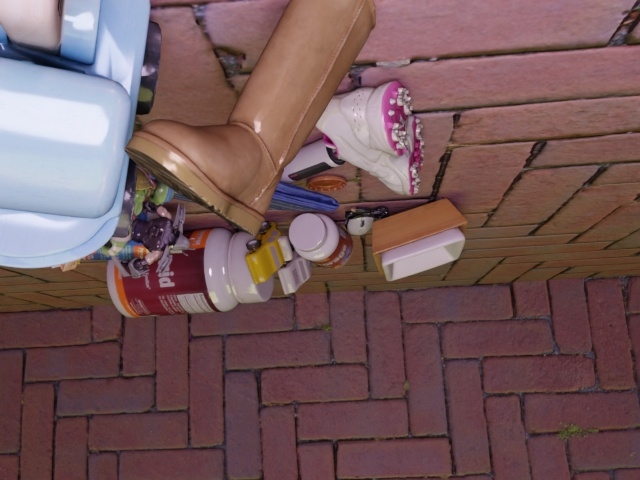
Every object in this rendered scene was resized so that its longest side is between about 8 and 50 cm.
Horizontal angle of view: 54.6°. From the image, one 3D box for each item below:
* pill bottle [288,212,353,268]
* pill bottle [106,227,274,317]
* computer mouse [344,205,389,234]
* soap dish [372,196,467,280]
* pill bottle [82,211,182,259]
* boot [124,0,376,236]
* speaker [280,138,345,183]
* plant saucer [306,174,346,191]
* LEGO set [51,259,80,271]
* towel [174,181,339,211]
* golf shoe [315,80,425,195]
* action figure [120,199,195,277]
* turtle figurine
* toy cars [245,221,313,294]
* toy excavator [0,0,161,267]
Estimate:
[{"bbox_3d":[0.000,0.000,1.571,0.121,0.121,0.216,-7,167,17],"label":"pill bottle"},{"bbox_3d":[-0.335,0.083,1.638,0.393,0.223,0.224,-6,167,13],"label":"pill bottle"},{"bbox_3d":[0.106,-0.044,1.578,0.106,0.042,0.193,-2,167,-6],"label":"computer mouse"},{"bbox_3d":[0.241,0.002,1.552,0.229,0.118,0.291,-19,165,5],"label":"soap dish"},{"bbox_3d":[-0.426,-0.017,1.404,0.222,0.124,0.124,0,167,-13],"label":"pill bottle"},{"bbox_3d":[-0.051,-0.152,0.583,0.089,0.269,0.236,29,176,12],"label":"boot"},{"bbox_3d":[-0.020,-0.142,1.094,0.136,0.055,0.055,-14,163,42],"label":"speaker"},{"bbox_3d":[0.013,-0.120,1.289,0.084,0.013,0.083,-3,168,-1],"label":"plant saucer"},{"bbox_3d":[-0.500,-0.056,1.137,0.287,0.132,0.107,27,-170,25],"label":"LEGO set"},{"bbox_3d":[-0.160,-0.092,1.212,0.336,0.040,0.243,4,176,39],"label":"towel"},{"bbox_3d":[0.087,-0.155,0.979,0.140,0.115,0.306,4,164,19],"label":"golf shoe"},{"bbox_3d":[-0.399,-0.025,1.290,0.285,0.185,0.099,17,150,-11],"label":"action figure"},{"bbox_3d":[-0.403,-0.063,1.051,0.266,0.197,0.275,16,155,-41],"label":"turtle figurine"},{"bbox_3d":[-0.085,0.045,1.627,0.087,0.176,0.394,-7,167,16],"label":"toy cars"},{"bbox_3d":[-0.224,-0.161,0.493,0.223,0.432,0.445,7,-168,-24],"label":"toy excavator"}]
